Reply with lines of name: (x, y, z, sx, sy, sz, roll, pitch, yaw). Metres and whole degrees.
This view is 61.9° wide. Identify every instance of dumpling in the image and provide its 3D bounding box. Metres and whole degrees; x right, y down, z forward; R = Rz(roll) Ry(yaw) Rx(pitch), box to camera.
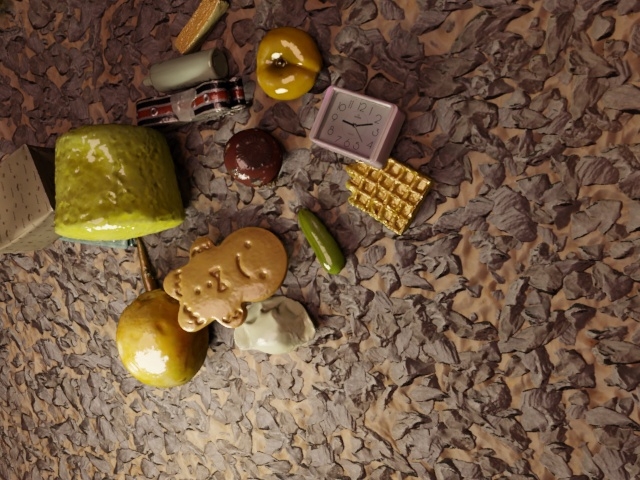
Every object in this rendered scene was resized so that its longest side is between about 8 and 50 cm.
dumpling: (-0.123, 0.235, 1.503, 0.215, 0.126, 0.167, -17, 67, 35)

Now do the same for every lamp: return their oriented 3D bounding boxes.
lamp: (-0.179, -0.215, 1.416, 0.156, 0.135, 0.157, 11, 79, -8)

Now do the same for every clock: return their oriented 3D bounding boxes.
clock: (0.085, -0.273, 1.283, 0.197, 0.063, 0.150, 26, 96, 27)

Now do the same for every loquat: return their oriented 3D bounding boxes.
loquat: (-0.467, 0.287, 1.585, 0.275, 0.276, 0.284, 9, 124, 22)

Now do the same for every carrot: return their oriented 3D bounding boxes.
carrot: (-0.550, 0.107, 1.701, 0.049, 0.049, 0.255, -15, 91, 26)

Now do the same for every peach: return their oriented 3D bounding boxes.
peach: (-0.081, -0.438, 1.333, 0.179, 0.103, 0.179, 5, 104, 20)

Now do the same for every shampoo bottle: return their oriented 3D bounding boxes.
shampoo bottle: (-0.385, -0.462, 1.475, 0.262, 0.085, 0.085, -4, 100, 25)

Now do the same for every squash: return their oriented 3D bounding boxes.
squash: (0.000, 0.000, 1.417, 0.066, 0.066, 0.201, -36, 79, 26)

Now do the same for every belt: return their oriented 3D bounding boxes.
belt: (-0.368, -0.368, 1.467, 0.359, 0.126, 0.094, -7, 97, 26)

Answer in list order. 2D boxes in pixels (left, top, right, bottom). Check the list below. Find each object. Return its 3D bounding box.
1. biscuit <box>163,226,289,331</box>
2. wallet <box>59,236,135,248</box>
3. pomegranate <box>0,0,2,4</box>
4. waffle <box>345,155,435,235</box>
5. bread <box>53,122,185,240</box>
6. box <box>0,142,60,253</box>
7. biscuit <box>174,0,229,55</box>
biscuit: (-0.255, 0.100, 1.473, 0.354, 0.052, 0.275, -26, 75, 3)
wallet: (-0.754, -0.103, 1.731, 0.341, 0.075, 0.237, 6, 101, 24)
pomegranate: (-1.114, -0.785, 1.693, 0.198, 0.198, 0.246, 56, 152, 4)
waffle: (0.152, -0.131, 1.320, 0.210, 0.055, 0.161, 31, 111, 15)
bread: (-0.570, -0.155, 1.487, 0.348, 0.348, 0.308, -8, 95, 25)
box: (-0.877, -0.123, 1.643, 0.297, 0.190, 0.225, -27, 83, 23)
biscuit: (-0.317, -0.581, 1.435, 0.188, 0.056, 0.052, -42, 85, 25)
